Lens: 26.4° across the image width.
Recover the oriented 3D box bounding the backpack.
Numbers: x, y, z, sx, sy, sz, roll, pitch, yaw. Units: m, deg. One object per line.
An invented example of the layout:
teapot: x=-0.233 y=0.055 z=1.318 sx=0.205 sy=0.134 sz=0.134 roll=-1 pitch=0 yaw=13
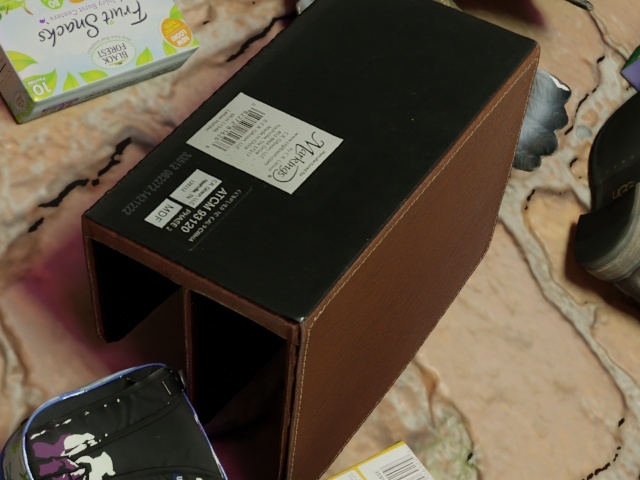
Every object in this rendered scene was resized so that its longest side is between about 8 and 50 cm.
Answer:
backpack: x=-0.125 y=0.137 z=0.783 sx=0.114 sy=0.084 sz=0.105 roll=-15 pitch=74 yaw=-42

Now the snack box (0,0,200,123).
snack box: x=-0.166 y=-0.148 z=0.928 sx=0.141 sy=0.037 sz=0.100 roll=-27 pitch=85 yaw=-38

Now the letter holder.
letter holder: x=0.000 y=0.000 z=0.909 sx=0.152 sy=0.214 sz=0.302 roll=26 pitch=49 yaw=20

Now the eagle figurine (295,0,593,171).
eagle figurine: x=0.077 y=-0.211 z=1.051 sx=0.226 sy=0.225 sz=0.298 roll=-39 pitch=128 yaw=-1

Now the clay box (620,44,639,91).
clay box: x=0.390 y=-0.114 z=1.210 sx=0.222 sy=0.127 sz=0.053 roll=44 pitch=52 yaw=-6

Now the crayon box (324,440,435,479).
crayon box: x=0.060 y=0.266 z=0.783 sx=0.165 sy=0.081 sz=0.278 roll=-19 pitch=58 yaw=-37

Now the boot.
boot: x=0.329 y=0.003 z=1.152 sx=0.229 sy=0.091 sz=0.263 roll=38 pitch=56 yaw=-18
